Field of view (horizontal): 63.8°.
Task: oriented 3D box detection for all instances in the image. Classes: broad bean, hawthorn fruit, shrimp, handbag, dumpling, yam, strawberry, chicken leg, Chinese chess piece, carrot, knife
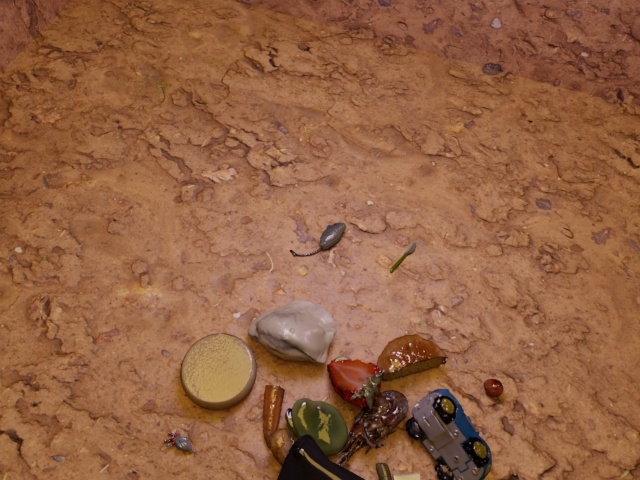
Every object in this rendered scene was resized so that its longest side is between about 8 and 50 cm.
[{"bbox_3d":[-0.014,0.627,1.736,0.227,0.100,0.169,18,68,7],"label":"broad bean"},{"bbox_3d":[0.622,0.513,1.817,0.066,0.103,0.067,12,53,-17],"label":"hawthorn fruit"},{"bbox_3d":[0.169,0.640,1.722,0.145,0.117,0.343,34,63,31],"label":"shrimp"},{"bbox_3d":[0.001,0.811,1.574,0.342,0.152,0.288,34,93,14],"label":"handbag"},{"bbox_3d":[-0.099,0.311,1.862,0.317,0.187,0.243,22,65,14],"label":"dumpling"},{"bbox_3d":[0.212,0.777,1.686,0.043,0.043,0.094,-9,62,-7],"label":"yam"},{"bbox_3d":[0.105,0.496,1.770,0.228,0.098,0.174,2,33,37],"label":"strawberry"},{"bbox_3d":[-0.099,0.718,1.692,0.085,0.101,0.208,-29,85,-13],"label":"chicken leg"},{"bbox_3d":[-0.360,0.461,1.818,0.273,0.102,0.274,2,60,-3],"label":"Chinese chess piece"},{"bbox_3d":[-0.167,0.604,1.769,0.072,0.072,0.205,4,68,1],"label":"carrot"},{"bbox_3d":[0.343,0.068,2.112,0.026,0.022,0.184,23,58,42],"label":"knife"}]

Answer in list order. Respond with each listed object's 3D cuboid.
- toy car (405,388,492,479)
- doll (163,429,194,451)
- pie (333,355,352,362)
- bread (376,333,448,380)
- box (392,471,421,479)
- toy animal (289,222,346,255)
[{"bbox_3d":[0.439,0.647,1.701,0.165,0.198,0.314,-13,58,-45],"label":"toy car"},{"bbox_3d":[-0.469,0.677,1.726,0.114,0.039,0.057,18,18,18],"label":"doll"},{"bbox_3d":[0.079,0.461,1.879,0.085,0.017,0.085,1,63,-2],"label":"pie"},{"bbox_3d":[0.311,0.413,1.853,0.260,0.129,0.134,-9,59,-9],"label":"bread"},{"bbox_3d":[0.290,0.843,1.659,0.089,0.024,0.167,-4,61,-4],"label":"box"},{"bbox_3d":[0.002,0.009,2.121,0.252,0.070,0.079,-34,30,-6],"label":"toy animal"}]
